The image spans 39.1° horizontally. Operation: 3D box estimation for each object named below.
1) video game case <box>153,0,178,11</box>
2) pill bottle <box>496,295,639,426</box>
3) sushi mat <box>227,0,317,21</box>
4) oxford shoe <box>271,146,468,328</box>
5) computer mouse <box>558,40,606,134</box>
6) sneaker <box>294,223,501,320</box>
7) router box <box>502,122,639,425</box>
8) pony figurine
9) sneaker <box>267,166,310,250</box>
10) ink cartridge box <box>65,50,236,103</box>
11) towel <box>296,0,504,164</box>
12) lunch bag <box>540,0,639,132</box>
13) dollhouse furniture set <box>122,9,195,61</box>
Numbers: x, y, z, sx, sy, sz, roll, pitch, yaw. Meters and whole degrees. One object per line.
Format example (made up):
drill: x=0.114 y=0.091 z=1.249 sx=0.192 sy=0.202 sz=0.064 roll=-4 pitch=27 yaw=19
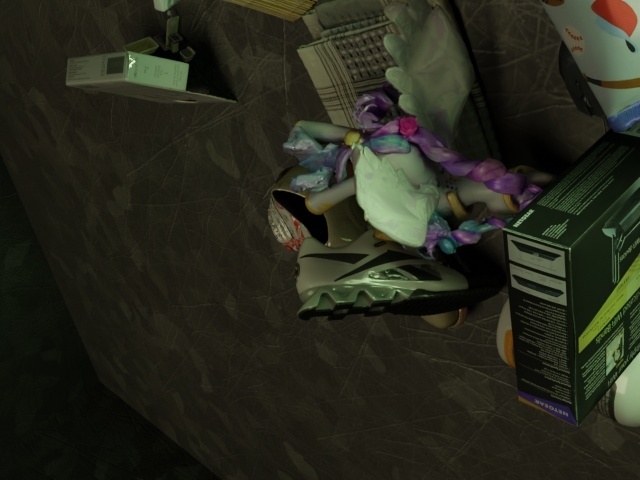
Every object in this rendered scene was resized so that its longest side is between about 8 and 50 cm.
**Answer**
video game case: x=-0.207 y=-0.484 z=1.394 sx=0.023 sy=0.183 sz=0.201 roll=23 pitch=139 yaw=21
pill bottle: x=0.388 y=0.149 z=1.202 sx=0.278 sy=0.162 sz=0.162 roll=27 pitch=140 yaw=40
sushi mat: x=-0.147 y=-0.399 z=1.331 sx=0.151 sy=0.316 sz=0.019 roll=-29 pitch=56 yaw=58
oxford shoe: x=0.077 y=0.021 z=1.533 sx=0.397 sy=0.146 sz=0.140 roll=44 pitch=146 yaw=16
computer mouse: x=0.336 y=-0.142 z=1.104 sx=0.071 sy=0.041 sz=0.242 roll=10 pitch=129 yaw=50
sneaker: x=0.122 y=0.040 z=1.396 sx=0.122 sy=0.330 sz=0.146 roll=126 pitch=142 yaw=-63
router box: x=0.328 y=0.016 z=1.006 sx=0.081 sy=0.309 sz=0.243 roll=20 pitch=135 yaw=40
pony figurine: x=0.119 y=-0.105 z=1.200 sx=0.363 sy=0.303 sz=0.351 roll=0 pitch=154 yaw=48
sneaker: x=0.001 y=-0.001 z=1.683 sx=0.270 sy=0.090 sz=0.145 roll=52 pitch=151 yaw=13
ink cartridge box: x=-0.330 y=-0.312 z=1.755 sx=0.275 sy=0.239 sz=0.060 roll=10 pitch=95 yaw=51
towel: x=0.109 y=-0.213 z=1.342 sx=0.312 sy=0.056 sz=0.324 roll=5 pitch=124 yaw=53
lunch bag: x=0.345 y=-0.321 z=0.732 sx=0.385 sy=0.239 sz=0.328 roll=-27 pitch=97 yaw=44
dollhouse furniture set: x=-0.308 y=-0.381 z=1.715 sx=0.091 sy=0.114 sz=0.081 roll=46 pitch=145 yaw=20
